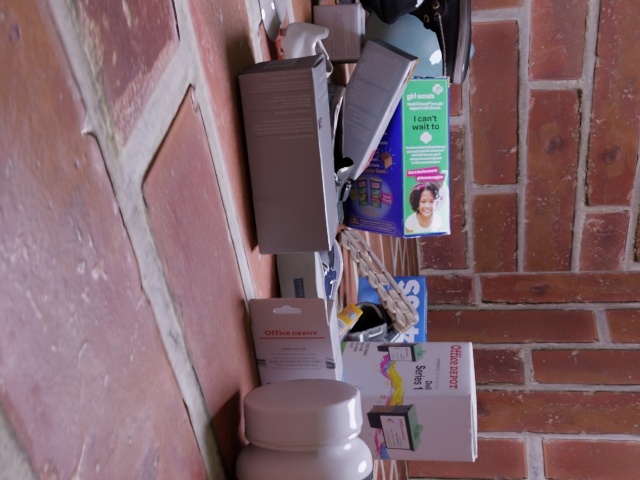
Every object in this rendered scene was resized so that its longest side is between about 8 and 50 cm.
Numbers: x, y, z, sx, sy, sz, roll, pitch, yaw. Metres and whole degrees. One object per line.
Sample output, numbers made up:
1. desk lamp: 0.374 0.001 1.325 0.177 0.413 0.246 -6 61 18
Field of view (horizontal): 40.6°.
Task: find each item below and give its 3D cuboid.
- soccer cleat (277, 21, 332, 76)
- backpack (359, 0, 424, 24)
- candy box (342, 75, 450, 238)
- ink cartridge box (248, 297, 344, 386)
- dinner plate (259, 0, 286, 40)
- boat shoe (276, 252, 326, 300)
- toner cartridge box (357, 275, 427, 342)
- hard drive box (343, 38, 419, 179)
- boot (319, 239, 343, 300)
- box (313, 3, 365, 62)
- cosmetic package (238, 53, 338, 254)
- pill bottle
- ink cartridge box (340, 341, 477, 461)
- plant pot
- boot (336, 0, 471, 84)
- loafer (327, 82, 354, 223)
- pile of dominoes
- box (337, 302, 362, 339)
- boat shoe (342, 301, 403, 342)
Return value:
1. soccer cleat: -0.019 -0.236 1.283 0.196 0.076 0.068 86 9 -51
2. backpack: 0.089 -0.609 1.490 0.355 0.273 0.290 41 26 -41
3. candy box: 0.154 -0.177 1.808 0.268 0.122 0.317 -165 -110 -65
4. ink cartridge box: -0.028 0.137 1.124 0.060 0.104 0.180 -73 159 -60
5. dinner plate: -0.066 -0.356 1.232 0.141 0.017 0.141 -1 90 -78
6. boat shoe: -0.020 0.104 1.246 0.081 0.079 0.228 37 49 -72
7. toner cartridge box: 0.165 0.250 2.024 0.075 0.165 0.348 72 19 -55
8. hard drive box: 0.086 -0.244 1.584 0.232 0.089 0.181 -64 176 18
9. boot: -0.004 0.059 1.365 0.086 0.069 0.190 80 14 -60
10. box: 0.037 -0.380 1.604 0.102 0.087 0.101 -37 126 -79
11. cosmetic package: -0.037 -0.111 1.123 0.127 0.107 0.238 -73 156 -68
12. pill bottle: -0.017 0.316 1.007 0.161 0.161 0.283 -29 117 -79
13. ink cartridge box: 0.109 0.252 1.384 0.201 0.278 0.117 -63 151 -70
14. plant pot: 0.221 -0.457 2.217 0.196 0.293 0.293 -64 166 -5
15. boot: 0.177 -0.510 1.844 0.138 0.284 0.378 17 70 -81
16. loafer: 0.019 -0.137 1.452 0.096 0.084 0.268 -79 161 -55
17. pile of dominoes: 0.111 0.086 1.834 0.251 0.040 0.196 54 14 11
18. box: 0.008 0.163 1.329 0.081 0.028 0.136 -38 162 -53
19. boat shoe: 0.112 0.187 1.851 0.335 0.121 0.119 -55 142 -73
